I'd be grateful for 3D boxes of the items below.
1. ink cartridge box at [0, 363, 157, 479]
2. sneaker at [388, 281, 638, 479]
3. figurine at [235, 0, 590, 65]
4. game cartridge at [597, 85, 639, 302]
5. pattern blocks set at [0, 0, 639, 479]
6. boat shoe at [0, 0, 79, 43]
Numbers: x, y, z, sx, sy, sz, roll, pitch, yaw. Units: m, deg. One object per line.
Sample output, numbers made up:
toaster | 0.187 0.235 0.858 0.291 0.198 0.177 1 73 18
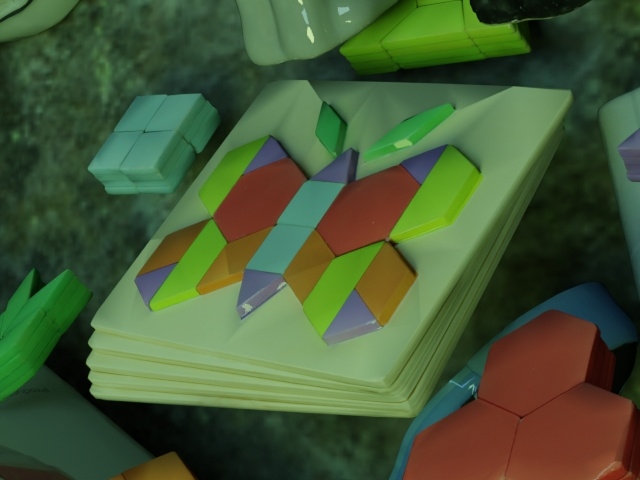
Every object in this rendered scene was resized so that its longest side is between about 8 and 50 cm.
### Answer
ink cartridge box | -0.134 0.229 0.753 0.385 0.160 0.279 33 117 39
sneaker | 0.062 0.123 0.720 0.090 0.081 0.232 48 120 25
figurine | 0.003 -0.182 0.694 0.215 0.092 0.209 -4 122 49
game cartridge | 0.241 0.004 0.612 0.294 0.060 0.196 -19 80 33
pattern blocks set | 0.000 0.000 0.695 0.325 0.026 0.285 -9 43 38
boat shoe | -0.294 -0.125 0.939 0.367 0.156 0.135 -8 82 35
